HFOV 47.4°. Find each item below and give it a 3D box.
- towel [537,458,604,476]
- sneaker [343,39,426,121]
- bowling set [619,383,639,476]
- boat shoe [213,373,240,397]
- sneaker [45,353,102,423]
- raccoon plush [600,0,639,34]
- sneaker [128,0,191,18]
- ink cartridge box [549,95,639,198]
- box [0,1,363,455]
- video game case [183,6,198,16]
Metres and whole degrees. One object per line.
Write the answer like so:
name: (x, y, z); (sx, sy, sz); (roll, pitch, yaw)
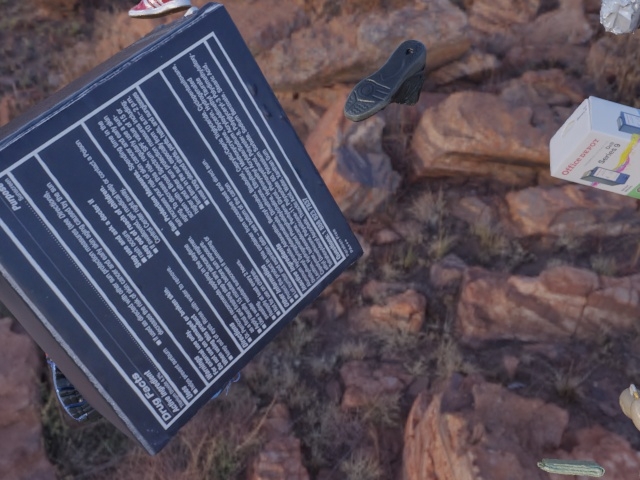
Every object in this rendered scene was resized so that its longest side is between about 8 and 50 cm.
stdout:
towel: (0.627, 0.569, 1.829); (0.148, 0.027, 0.110); (0, -9, 9)
sneaker: (0.147, -0.311, 1.557); (0.087, 0.130, 0.227); (33, 71, 29)
bowling set: (0.521, 0.315, 0.954); (0.200, 0.287, 0.154); (-16, -6, 13)
boat shoe: (-0.226, 0.301, 1.734); (0.109, 0.258, 0.089); (52, 45, 4)
sneaker: (-0.319, 0.125, 0.936); (0.083, 0.221, 0.087); (-15, -2, -27)
raccoon plush: (0.523, -0.570, 1.369); (0.299, 0.216, 0.446); (27, 42, 25)
sneaker: (-0.255, -0.387, 1.141); (0.119, 0.067, 0.042); (-3, 11, 28)
ink cartridge box: (0.571, -0.173, 1.398); (0.213, 0.154, 0.093); (15, 58, -7)
box: (-0.167, -0.017, 0.709); (0.294, 0.296, 0.183); (-43, 26, -27)
video game case: (-0.165, -0.214, 1.001); (0.143, 0.157, 0.019); (46, 38, -7)
